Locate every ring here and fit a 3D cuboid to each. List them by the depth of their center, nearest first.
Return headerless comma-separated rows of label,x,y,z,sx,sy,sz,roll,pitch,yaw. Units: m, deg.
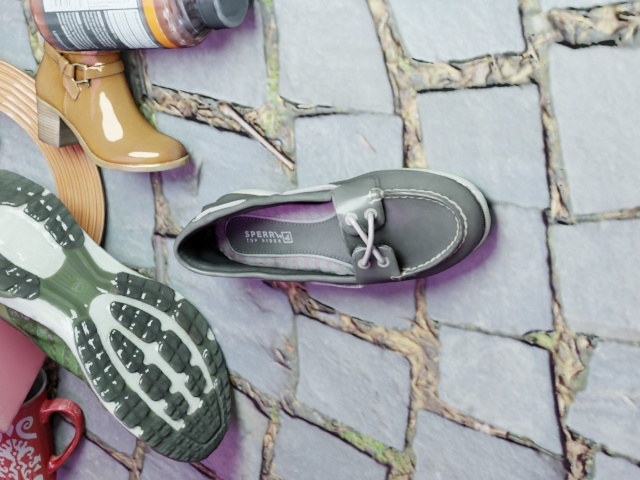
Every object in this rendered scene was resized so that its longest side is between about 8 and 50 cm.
ring,-0.407,-0.070,1.386,0.336,0.032,0.336,7,117,13

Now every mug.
mug,-0.400,0.266,1.559,0.150,0.113,0.169,20,127,31

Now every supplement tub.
supplement tub,-0.170,-0.234,1.107,0.198,0.106,0.106,2,114,23

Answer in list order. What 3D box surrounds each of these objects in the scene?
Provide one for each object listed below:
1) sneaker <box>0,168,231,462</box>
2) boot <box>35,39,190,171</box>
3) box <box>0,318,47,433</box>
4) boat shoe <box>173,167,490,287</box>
sneaker,-0.269,0.097,1.351,0.410,0.158,0.182,46,153,-3
boot,-0.221,-0.159,1.224,0.197,0.073,0.152,17,112,19
box,-0.469,0.119,1.409,0.148,0.127,0.232,2,146,32
boat shoe,0.000,0.000,1.110,0.335,0.095,0.112,-2,111,39
